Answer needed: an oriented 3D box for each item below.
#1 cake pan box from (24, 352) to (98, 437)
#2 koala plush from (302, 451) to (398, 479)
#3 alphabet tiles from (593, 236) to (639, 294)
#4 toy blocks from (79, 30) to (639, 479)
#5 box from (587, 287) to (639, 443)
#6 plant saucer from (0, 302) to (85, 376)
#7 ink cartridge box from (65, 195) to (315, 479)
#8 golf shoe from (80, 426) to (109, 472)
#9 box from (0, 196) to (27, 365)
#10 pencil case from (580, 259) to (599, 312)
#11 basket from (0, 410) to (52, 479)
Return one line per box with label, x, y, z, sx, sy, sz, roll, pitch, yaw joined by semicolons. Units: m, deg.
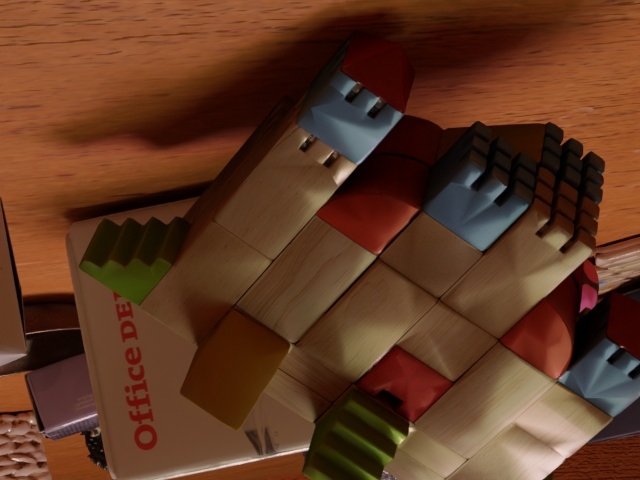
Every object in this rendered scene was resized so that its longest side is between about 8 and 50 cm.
cake pan box;-0.173;0.135;1.749;0.245;0.070;0.267;-20;175;-8
koala plush;0.040;0.152;1.901;0.196;0.203;0.221;-3;129;16
alphabet tiles;0.422;0.015;2.027;0.278;0.021;0.284;-18;167;22
toy blocks;0.076;0.018;1.124;0.381;0.191;0.261;34;126;-12
box;0.495;0.136;2.199;0.294;0.183;0.296;-11;172;-21
plant saucer;-0.294;0.094;1.630;0.198;0.036;0.198;-11;167;-3
ink cartridge box;-0.037;0.062;1.337;0.283;0.207;0.117;-11;173;-2
golf shoe;-0.185;0.235;2.233;0.272;0.105;0.120;-19;174;28
box;-0.374;0.053;1.161;0.262;0.127;0.231;-23;162;35
pencil case;0.210;0.058;1.858;0.098;0.095;0.209;-2;175;41
basket;-0.537;0.386;2.163;0.331;0.267;0.328;-24;164;39
